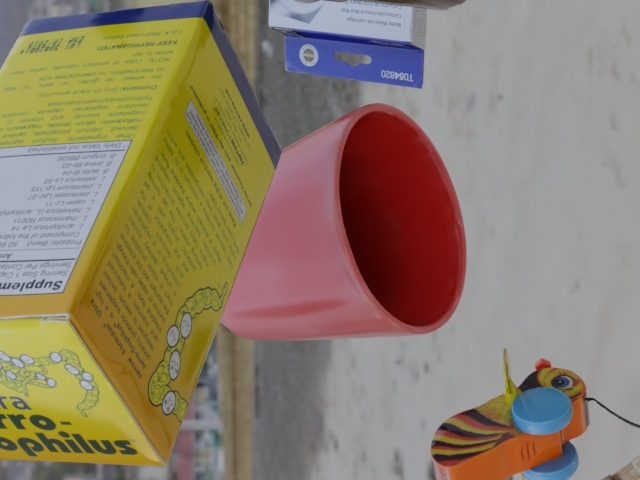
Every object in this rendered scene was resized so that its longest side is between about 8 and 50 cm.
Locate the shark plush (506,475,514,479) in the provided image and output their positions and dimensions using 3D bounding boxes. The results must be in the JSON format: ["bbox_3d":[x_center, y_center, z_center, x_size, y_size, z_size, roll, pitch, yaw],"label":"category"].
[{"bbox_3d":[0.207,0.291,1.928,0.161,0.073,0.067,43,-136,-33],"label":"shark plush"}]

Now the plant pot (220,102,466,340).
[{"bbox_3d":[0.000,0.000,1.746,0.275,0.243,0.275,27,-124,-48],"label":"plant pot"}]

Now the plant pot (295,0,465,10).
[{"bbox_3d":[0.063,-0.290,1.389,0.167,0.165,0.167,-14,73,54],"label":"plant pot"}]

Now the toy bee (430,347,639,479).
[{"bbox_3d":[0.260,0.216,1.771,0.162,0.298,0.195,-121,38,-61],"label":"toy bee"}]

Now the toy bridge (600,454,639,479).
[{"bbox_3d":[0.330,0.209,1.444,0.026,0.063,0.188,53,142,9],"label":"toy bridge"}]

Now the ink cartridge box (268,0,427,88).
[{"bbox_3d":[0.034,-0.313,1.902,0.045,0.223,0.224,-20,-64,-54],"label":"ink cartridge box"}]

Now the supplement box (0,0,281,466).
[{"bbox_3d":[-0.193,-0.010,1.262,0.195,0.194,0.356,65,-147,-42],"label":"supplement box"}]
